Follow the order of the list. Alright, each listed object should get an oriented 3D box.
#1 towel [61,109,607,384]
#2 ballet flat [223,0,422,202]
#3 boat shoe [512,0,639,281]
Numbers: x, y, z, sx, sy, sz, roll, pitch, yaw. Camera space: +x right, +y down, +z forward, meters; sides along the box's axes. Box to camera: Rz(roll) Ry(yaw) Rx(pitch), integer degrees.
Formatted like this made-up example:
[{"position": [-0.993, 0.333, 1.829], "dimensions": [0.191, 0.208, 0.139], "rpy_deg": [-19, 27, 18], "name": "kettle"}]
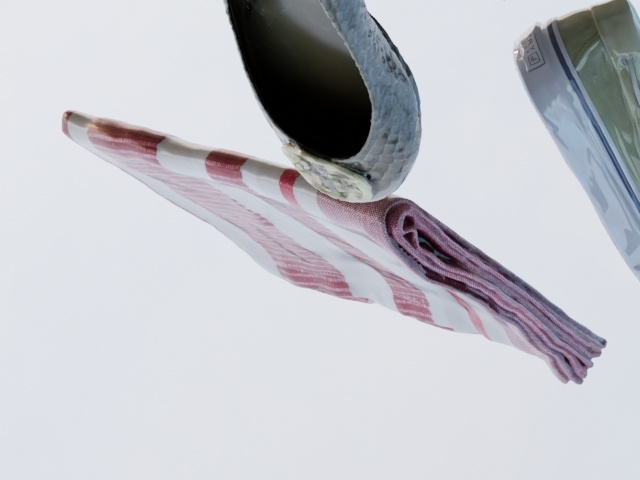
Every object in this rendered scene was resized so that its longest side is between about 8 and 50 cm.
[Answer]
[{"position": [0.000, 0.000, 1.199], "dimensions": [0.329, 0.237, 0.037], "rpy_deg": [17, -102, 46], "name": "towel"}, {"position": [-0.009, -0.087, 0.742], "dimensions": [0.084, 0.250, 0.058], "rpy_deg": [17, -120, 19], "name": "ballet flat"}, {"position": [0.248, -0.054, 1.352], "dimensions": [0.094, 0.302, 0.109], "rpy_deg": [-24, -140, 21], "name": "boat shoe"}]
